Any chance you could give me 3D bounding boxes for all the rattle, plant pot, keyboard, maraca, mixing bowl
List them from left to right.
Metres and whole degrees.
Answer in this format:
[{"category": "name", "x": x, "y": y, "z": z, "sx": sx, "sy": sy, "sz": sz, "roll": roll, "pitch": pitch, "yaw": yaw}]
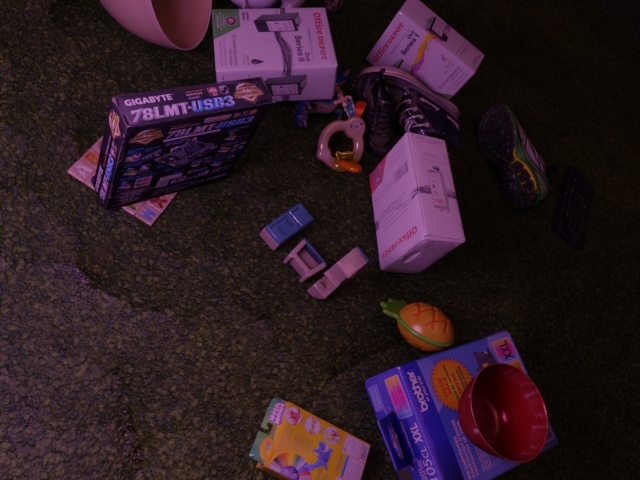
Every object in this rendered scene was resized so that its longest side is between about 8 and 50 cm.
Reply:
[{"category": "plant pot", "x": -0.401, "y": -0.593, "z": 1.294, "sx": 0.190, "sy": 0.284, "sz": 0.284, "roll": 8, "pitch": 54, "yaw": 16}, {"category": "rattle", "x": 0.081, "y": -0.270, "z": 1.388, "sx": 0.130, "sy": 0.143, "sz": 0.200, "roll": 32, "pitch": 87, "yaw": -7}, {"category": "maraca", "x": 0.222, "y": 0.186, "z": 1.276, "sx": 0.185, "sy": 0.099, "sz": 0.127, "roll": 32, "pitch": 19, "yaw": 26}, {"category": "mixing bowl", "x": 0.334, "y": 0.337, "z": 1.078, "sx": 0.181, "sy": 0.098, "sz": 0.182, "roll": 12, "pitch": 60, "yaw": -22}, {"category": "keyboard", "x": 0.793, "y": -0.135, "z": 1.800, "sx": 0.201, "sy": 0.033, "sz": 0.317, "roll": 35, "pitch": 53, "yaw": -7}]

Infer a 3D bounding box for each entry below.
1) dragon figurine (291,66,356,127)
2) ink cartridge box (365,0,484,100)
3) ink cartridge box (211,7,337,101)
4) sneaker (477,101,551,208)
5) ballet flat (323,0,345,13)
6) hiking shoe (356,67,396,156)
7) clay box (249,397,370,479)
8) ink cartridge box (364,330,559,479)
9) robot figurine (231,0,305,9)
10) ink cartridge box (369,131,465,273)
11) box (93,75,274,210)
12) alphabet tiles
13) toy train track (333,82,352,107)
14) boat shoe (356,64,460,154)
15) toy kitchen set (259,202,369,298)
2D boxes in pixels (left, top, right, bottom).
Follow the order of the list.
[{"category": "dragon figurine", "x": 0.010, "y": -0.412, "z": 1.498, "sx": 0.144, "sy": 0.085, "sz": 0.289, "roll": 22, "pitch": 58, "yaw": -16}, {"category": "ink cartridge box", "x": 0.303, "y": -0.541, "z": 1.650, "sx": 0.278, "sy": 0.201, "sz": 0.117, "roll": 38, "pitch": 53, "yaw": -5}, {"category": "ink cartridge box", "x": -0.115, "y": -0.460, "z": 1.381, "sx": 0.289, "sy": 0.122, "sz": 0.211, "roll": -5, "pitch": 63, "yaw": -8}, {"category": "sneaker", "x": 0.596, "y": -0.263, "z": 1.719, "sx": 0.146, "sy": 0.134, "sz": 0.344, "roll": -10, "pitch": 78, "yaw": -39}, {"category": "ballet flat", "x": 0.059, "y": -0.809, "z": 1.754, "sx": 0.084, "sy": 0.058, "sz": 0.250, "roll": 24, "pitch": 56, "yaw": -16}, {"category": "hiking shoe", "x": 0.153, "y": -0.335, "z": 1.480, "sx": 0.086, "sy": 0.114, "sz": 0.227, "roll": -17, "pitch": 102, "yaw": -18}, {"category": "clay box", "x": -0.023, "y": 0.404, "z": 1.065, "sx": 0.222, "sy": 0.053, "sz": 0.127, "roll": 30, "pitch": 54, "yaw": -9}, {"category": "ink cartridge box", "x": 0.275, "y": 0.375, "z": 1.183, "sx": 0.395, "sy": 0.151, "sz": 0.270, "roll": -10, "pitch": 70, "yaw": -30}, {"category": "robot figurine", "x": -0.149, "y": -0.761, "z": 1.530, "sx": 0.300, "sy": 0.199, "sz": 0.353, "roll": 48, "pitch": 51, "yaw": -15}, {"category": "ink cartridge box", "x": 0.224, "y": -0.084, "z": 1.361, "sx": 0.117, "sy": 0.207, "sz": 0.283, "roll": 7, "pitch": 62, "yaw": -23}, {"category": "box", "x": -0.272, "y": -0.187, "z": 1.089, "sx": 0.295, "sy": 0.293, "sz": 0.073, "roll": -21, "pitch": 76, "yaw": -34}, {"category": "alphabet tiles", "x": -0.385, "y": -0.168, "z": 1.208, "sx": 0.198, "sy": 0.009, "sz": 0.237, "roll": 34, "pitch": 54, "yaw": -8}, {"category": "toy train track", "x": 0.051, "y": -0.374, "z": 1.427, "sx": 0.048, "sy": 0.014, "sz": 0.083, "roll": -19, "pitch": 59, "yaw": 1}, {"category": "boat shoe", "x": 0.257, "y": -0.361, "z": 1.573, "sx": 0.340, "sy": 0.127, "sz": 0.158, "roll": 19, "pitch": 51, "yaw": -19}, {"category": "toy kitchen set", "x": 0.000, "y": 0.000, "z": 1.222, "sx": 0.207, "sy": 0.166, "sz": 0.122, "roll": 49, "pitch": 53, "yaw": 3}]
